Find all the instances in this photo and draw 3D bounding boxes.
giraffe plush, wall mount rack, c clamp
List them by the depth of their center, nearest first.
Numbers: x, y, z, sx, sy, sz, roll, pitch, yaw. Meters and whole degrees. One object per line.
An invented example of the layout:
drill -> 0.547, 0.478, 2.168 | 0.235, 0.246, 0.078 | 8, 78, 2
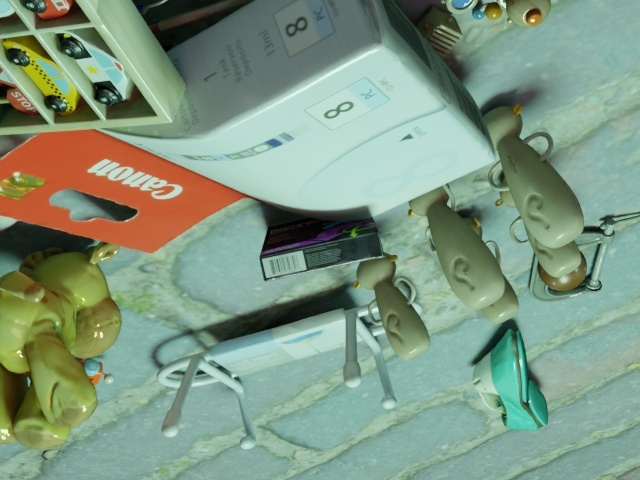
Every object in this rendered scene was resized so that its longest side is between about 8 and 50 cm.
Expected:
giraffe plush -> -0.275, 0.082, 0.935 | 0.181, 0.170, 0.210 | -4, 109, 24
wall mount rack -> -0.041, 0.163, 1.103 | 0.350, 0.130, 0.304 | -18, 159, 8
c clamp -> 0.329, 0.028, 1.148 | 0.137, 0.022, 0.161 | -6, 142, -7

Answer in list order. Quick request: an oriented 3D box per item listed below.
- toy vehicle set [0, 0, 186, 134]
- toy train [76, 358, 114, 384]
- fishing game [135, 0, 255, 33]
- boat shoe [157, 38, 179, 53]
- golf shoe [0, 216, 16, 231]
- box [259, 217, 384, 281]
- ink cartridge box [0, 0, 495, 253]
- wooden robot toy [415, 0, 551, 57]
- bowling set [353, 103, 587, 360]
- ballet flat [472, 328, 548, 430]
toy vehicle set -> -0.217, -0.168, 0.571 | 0.166, 0.035, 0.267 | -1, 145, 25
toy train -> -0.300, 0.123, 1.097 | 0.125, 0.046, 0.166 | 4, 143, -21
fishing game -> -0.128, -0.215, 0.558 | 0.189, 0.041, 0.264 | -14, 146, 12
boat shoe -> -0.178, -0.138, 0.786 | 0.135, 0.050, 0.045 | -20, 140, -5
golf shoe -> -0.345, -0.010, 0.876 | 0.186, 0.086, 0.067 | -21, 140, 10
box -> 0.000, 0.000, 0.935 | 0.116, 0.162, 0.029 | -12, 100, 1
ink cartridge box -> -0.069, -0.058, 0.796 | 0.385, 0.091, 0.308 | -27, 161, 18
wooden robot toy -> 0.152, -0.204, 0.755 | 0.173, 0.079, 0.076 | -32, 138, 24
bowling set -> 0.185, -0.001, 1.006 | 0.200, 0.154, 0.287 | 3, 143, -48
ballet flat -> 0.265, 0.209, 1.324 | 0.087, 0.083, 0.247 | -8, 143, 19
